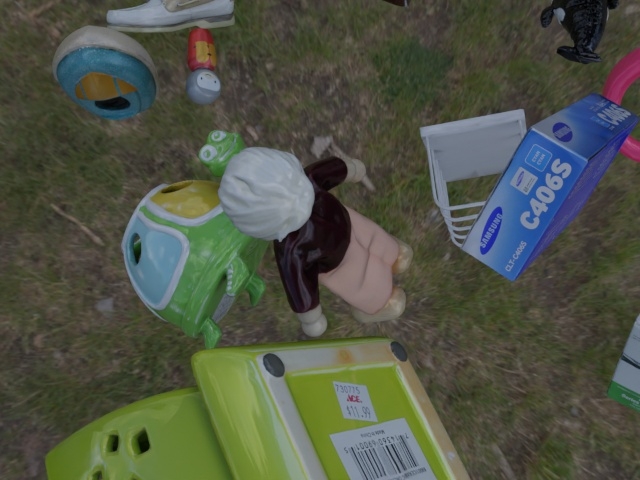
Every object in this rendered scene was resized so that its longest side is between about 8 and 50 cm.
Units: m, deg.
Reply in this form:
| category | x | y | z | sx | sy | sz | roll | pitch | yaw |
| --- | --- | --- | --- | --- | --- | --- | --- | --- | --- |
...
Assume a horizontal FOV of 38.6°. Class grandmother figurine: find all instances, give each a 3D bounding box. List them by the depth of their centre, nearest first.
| category | x | y | z | sx | sy | sz | roll | pitch | yaw |
| --- | --- | --- | --- | --- | --- | --- | --- | --- | --- |
| grandmother figurine | 0.000 | 0.000 | 0.998 | 0.104 | 0.342 | 0.208 | -8 | 66 | 25 |

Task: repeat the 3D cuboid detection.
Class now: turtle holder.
| category | x | y | z | sx | sy | sz | roll | pitch | yaw |
| --- | --- | --- | --- | --- | --- | --- | --- | --- | --- |
| turtle holder | -0.195 | 0.002 | 1.487 | 0.227 | 0.320 | 0.243 | 33 | 56 | 8 |

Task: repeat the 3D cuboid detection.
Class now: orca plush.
| category | x | y | z | sx | sy | sz | roll | pitch | yaw |
| --- | --- | --- | --- | --- | --- | --- | --- | --- | --- |
| orca plush | 0.494 | -0.464 | 1.784 | 0.151 | 0.102 | 0.287 | 3 | 47 | 28 |

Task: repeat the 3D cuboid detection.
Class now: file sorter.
| category | x | y | z | sx | sy | sz | roll | pitch | yaw |
| --- | --- | --- | --- | --- | --- | --- | --- | --- | --- |
| file sorter | 0.320 | -0.111 | 1.784 | 0.192 | 0.278 | 0.173 | -10 | 72 | 12 |

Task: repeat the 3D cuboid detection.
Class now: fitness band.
| category | x | y | z | sx | sy | sz | roll | pitch | yaw |
| --- | --- | --- | --- | --- | --- | --- | --- | --- | --- |
| fitness band | 0.579 | -0.219 | 1.393 | 0.290 | 0.054 | 0.209 | -9 | 124 | 17 |

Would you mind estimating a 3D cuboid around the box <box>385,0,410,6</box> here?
| category | x | y | z | sx | sy | sz | roll | pitch | yaw |
| --- | --- | --- | --- | --- | --- | --- | --- | --- | --- |
| box | 0.132 | -0.511 | 1.147 | 0.143 | 0.191 | 0.381 | 24 | 80 | 14 |

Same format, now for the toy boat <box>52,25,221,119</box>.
| category | x | y | z | sx | sy | sz | roll | pitch | yaw |
| --- | --- | --- | --- | --- | --- | --- | --- | --- | --- |
| toy boat | -0.348 | -0.313 | 1.748 | 0.318 | 0.267 | 0.148 | -8 | 73 | 8 |

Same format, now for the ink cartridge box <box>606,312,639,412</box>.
| category | x | y | z | sx | sy | sz | roll | pitch | yaw |
| --- | --- | --- | --- | --- | --- | --- | --- | --- | --- |
| ink cartridge box | 0.620 | 0.196 | 1.695 | 0.087 | 0.208 | 0.153 | 27 | 49 | 24 |

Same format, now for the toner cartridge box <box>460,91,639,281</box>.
| category | x | y | z | sx | sy | sz | roll | pitch | yaw |
| --- | --- | --- | --- | --- | --- | --- | --- | --- | --- |
| toner cartridge box | 0.294 | -0.079 | 1.129 | 0.075 | 0.348 | 0.165 | 33 | 116 | 16 |

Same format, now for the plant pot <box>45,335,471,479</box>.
| category | x | y | z | sx | sy | sz | roll | pitch | yaw |
| --- | --- | --- | --- | --- | --- | --- | --- | --- | --- |
| plant pot | -0.022 | 0.193 | 0.641 | 0.207 | 0.228 | 0.227 | -42 | 62 | 31 |

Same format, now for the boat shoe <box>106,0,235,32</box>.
| category | x | y | z | sx | sy | sz | roll | pitch | yaw |
| --- | --- | --- | --- | --- | --- | --- | --- | --- | --- |
| boat shoe | -0.322 | -0.504 | 1.955 | 0.302 | 0.113 | 0.103 | -18 | 117 | -37 |
